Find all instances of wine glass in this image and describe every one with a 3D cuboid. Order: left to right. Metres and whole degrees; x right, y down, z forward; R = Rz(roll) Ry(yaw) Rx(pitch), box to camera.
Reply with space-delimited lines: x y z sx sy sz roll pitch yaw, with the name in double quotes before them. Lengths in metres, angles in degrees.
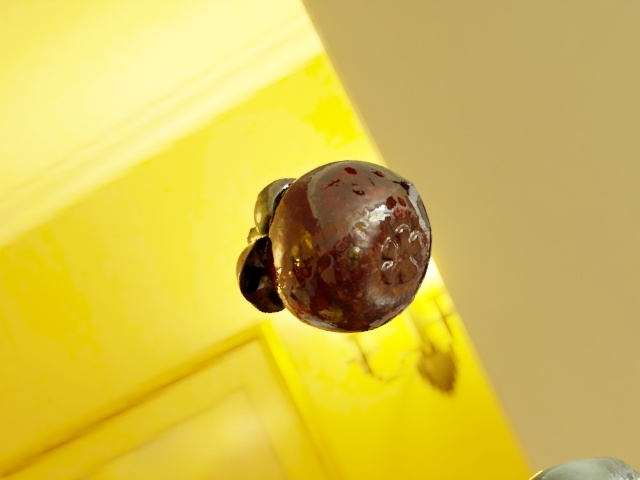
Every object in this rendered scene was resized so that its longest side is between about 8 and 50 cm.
"wine glass" 0.293 0.315 2.113 0.204 0.111 0.111 -10 -19 -47

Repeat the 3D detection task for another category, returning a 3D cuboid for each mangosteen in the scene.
"mangosteen" 0.005 -0.007 1.529 0.156 0.181 0.146 -19 -47 -39
